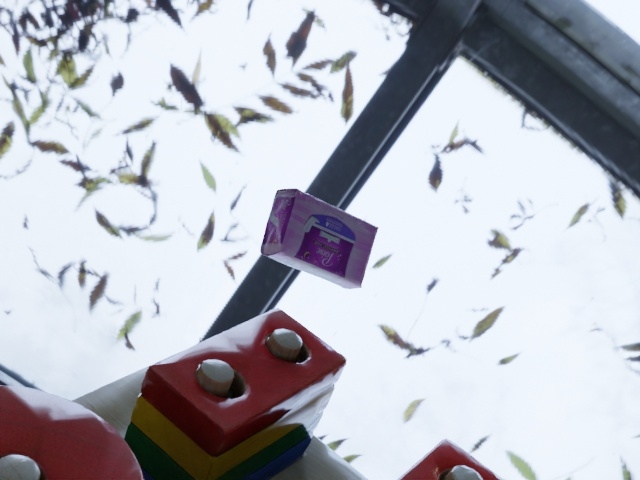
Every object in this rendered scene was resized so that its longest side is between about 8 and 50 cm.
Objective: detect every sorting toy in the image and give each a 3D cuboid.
[{"bbox_3d":[-0.030,0.131,0.336,0.257,0.089,0.255,36,-151,22],"label":"sorting toy"}]

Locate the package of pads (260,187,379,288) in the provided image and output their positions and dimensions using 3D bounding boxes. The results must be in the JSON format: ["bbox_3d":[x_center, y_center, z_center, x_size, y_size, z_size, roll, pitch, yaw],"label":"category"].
[{"bbox_3d":[0.000,0.000,0.663,0.083,0.032,0.050,23,-104,-35],"label":"package of pads"}]
